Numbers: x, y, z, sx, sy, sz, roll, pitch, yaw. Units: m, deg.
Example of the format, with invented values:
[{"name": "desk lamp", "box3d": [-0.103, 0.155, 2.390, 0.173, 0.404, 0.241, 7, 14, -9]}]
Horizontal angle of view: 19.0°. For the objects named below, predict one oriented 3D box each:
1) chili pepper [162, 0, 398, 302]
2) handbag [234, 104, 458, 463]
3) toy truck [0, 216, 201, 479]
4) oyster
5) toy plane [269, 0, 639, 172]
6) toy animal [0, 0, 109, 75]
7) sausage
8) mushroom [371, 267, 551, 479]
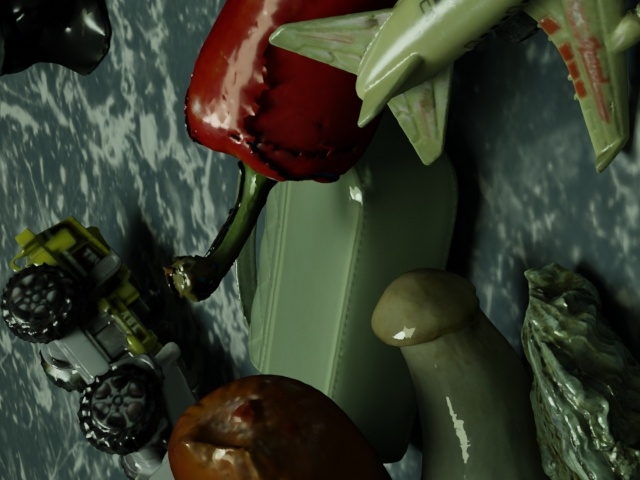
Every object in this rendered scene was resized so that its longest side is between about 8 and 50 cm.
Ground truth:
[{"name": "chili pepper", "box3d": [0.007, -0.147, 1.022, 0.110, 0.110, 0.387, 38, 111, 50]}, {"name": "handbag", "box3d": [0.000, 0.000, 1.201, 0.219, 0.079, 0.256, -124, 35, -47]}, {"name": "toy truck", "box3d": [-0.141, 0.104, 1.446, 0.286, 0.111, 0.136, 50, 173, 27]}, {"name": "oyster", "box3d": [0.147, 0.104, 0.994, 0.125, 0.064, 0.177, -153, 44, -72]}, {"name": "toy plane", "box3d": [0.091, -0.139, 0.921, 0.244, 0.229, 0.092, -43, 19, 29]}, {"name": "toy animal", "box3d": [-0.280, -0.185, 1.531, 0.166, 0.179, 0.138, -131, 25, -52]}, {"name": "sausage", "box3d": [0.002, 0.171, 1.125, 0.097, 0.094, 0.348, 19, 160, 24]}, {"name": "mushroom", "box3d": [0.086, 0.149, 1.060, 0.103, 0.118, 0.270, -10, 83, 43]}]
